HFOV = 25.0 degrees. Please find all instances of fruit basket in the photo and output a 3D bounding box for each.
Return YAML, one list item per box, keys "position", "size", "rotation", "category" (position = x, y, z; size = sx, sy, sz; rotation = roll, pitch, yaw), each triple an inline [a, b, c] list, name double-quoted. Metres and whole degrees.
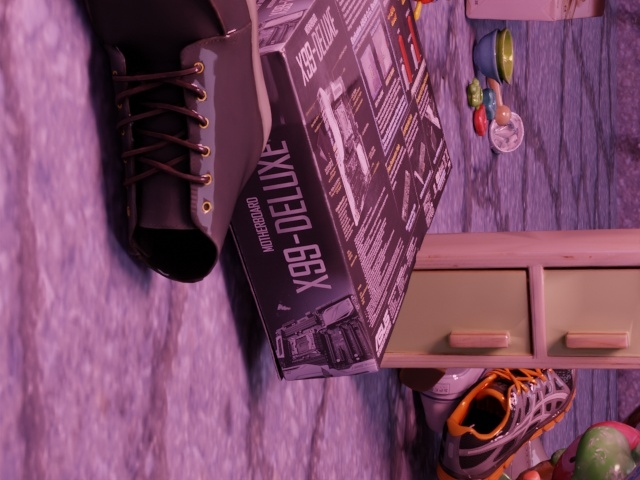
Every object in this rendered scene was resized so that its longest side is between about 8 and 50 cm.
- position: [0.238, 0.261, 1.419]
  size: [0.353, 0.165, 0.327]
  rotation: [-56, 174, 22]
  category: "fruit basket"

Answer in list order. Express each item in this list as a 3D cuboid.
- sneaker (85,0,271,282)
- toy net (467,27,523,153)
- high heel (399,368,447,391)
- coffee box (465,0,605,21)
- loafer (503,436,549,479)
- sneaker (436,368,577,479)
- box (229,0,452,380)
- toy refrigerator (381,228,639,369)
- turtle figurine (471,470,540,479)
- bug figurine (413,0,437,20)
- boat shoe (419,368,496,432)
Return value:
- position: [-0.079, -0.078, 0.783]
  size: [0.222, 0.083, 0.118]
  rotation: [68, 27, -51]
  category: "sneaker"
- position: [0.234, -0.168, 1.867]
  size: [0.232, 0.045, 0.122]
  rotation: [61, 32, -56]
  category: "toy net"
- position: [0.157, 0.046, 1.373]
  size: [0.244, 0.082, 0.117]
  rotation: [-58, -175, 46]
  category: "high heel"
- position: [0.288, -0.371, 1.865]
  size: [0.297, 0.119, 0.168]
  rotation: [-24, 118, -65]
  category: "coffee box"
- position: [0.270, 0.328, 1.830]
  size: [0.112, 0.111, 0.319]
  rotation: [-1, 90, -73]
  category: "loafer"
- position: [0.193, 0.159, 1.456]
  size: [0.215, 0.084, 0.083]
  rotation: [-47, 144, -32]
  category: "sneaker"
- position: [0.012, -0.083, 1.056]
  size: [0.307, 0.076, 0.242]
  rotation: [-65, 143, -55]
  category: "box"
- position: [0.158, 0.050, 1.225]
  size: [0.094, 0.269, 0.102]
  rotation: [-38, 126, -69]
  category: "toy refrigerator"
- position: [0.117, 0.234, 1.163]
  size: [0.269, 0.217, 0.087]
  rotation: [64, 30, -53]
  category: "turtle figurine"
- position: [0.078, -0.320, 1.232]
  size: [0.279, 0.072, 0.216]
  rotation: [64, 20, -80]
  category: "bug figurine"
- position: [0.153, 0.130, 1.553]
  size: [0.226, 0.083, 0.075]
  rotation: [-36, 134, -55]
  category: "boat shoe"
